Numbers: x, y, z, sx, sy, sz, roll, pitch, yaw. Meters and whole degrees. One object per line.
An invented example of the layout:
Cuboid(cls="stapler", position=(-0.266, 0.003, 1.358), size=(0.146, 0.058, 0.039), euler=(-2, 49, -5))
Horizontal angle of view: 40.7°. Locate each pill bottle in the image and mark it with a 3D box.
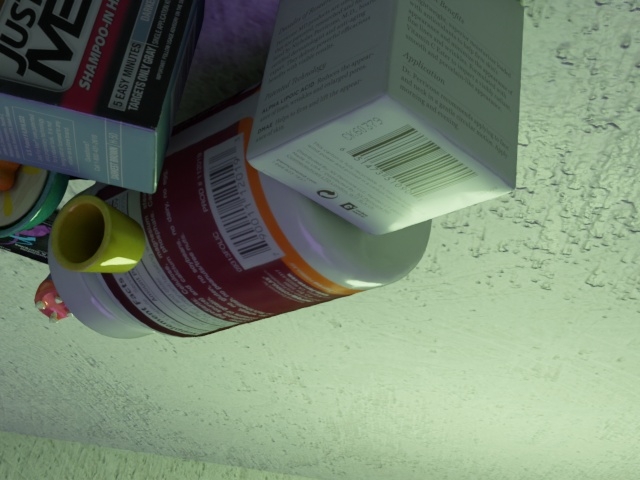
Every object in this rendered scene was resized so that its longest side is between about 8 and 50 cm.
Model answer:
Cuboid(cls="pill bottle", position=(-0.100, -0.020, 0.905), size=(0.392, 0.224, 0.224), euler=(-18, 143, 40))

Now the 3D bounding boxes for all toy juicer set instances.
Cuboid(cls="toy juicer set", position=(-0.288, -0.101, 0.838), size=(0.329, 0.209, 0.089), euler=(16, 176, 31))

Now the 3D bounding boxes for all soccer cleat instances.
Cuboid(cls="soccer cleat", position=(-0.334, 0.058, 1.353), size=(0.248, 0.095, 0.083), euler=(-17, 131, 15))

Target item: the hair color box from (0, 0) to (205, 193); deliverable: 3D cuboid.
Cuboid(cls="hair color box", position=(-0.297, -0.182, 0.708), size=(0.375, 0.185, 0.113), euler=(13, 155, -5))

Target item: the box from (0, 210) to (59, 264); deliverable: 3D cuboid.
Cuboid(cls="box", position=(-0.418, -0.008, 1.288), size=(0.116, 0.029, 0.162), euler=(22, 153, -24))

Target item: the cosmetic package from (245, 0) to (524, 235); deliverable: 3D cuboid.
Cuboid(cls="cosmetic package", position=(0.056, -0.128, 0.691), size=(0.151, 0.183, 0.151), euler=(30, 147, -34))

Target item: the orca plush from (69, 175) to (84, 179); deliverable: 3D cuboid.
Cuboid(cls="orca plush", position=(-0.370, -0.113, 0.971), size=(0.287, 0.102, 0.151), euler=(23, 151, -25))
